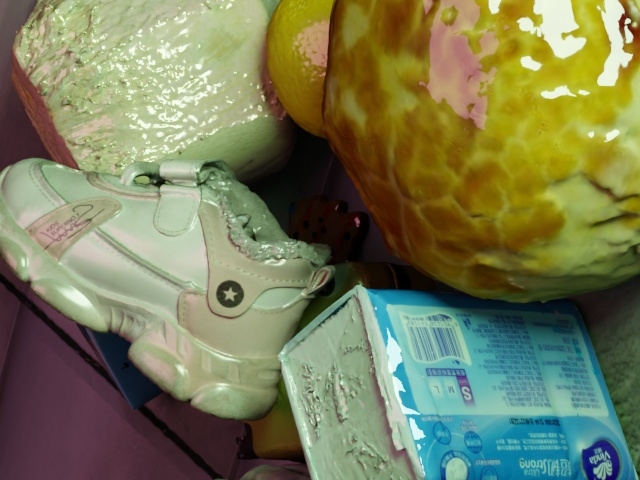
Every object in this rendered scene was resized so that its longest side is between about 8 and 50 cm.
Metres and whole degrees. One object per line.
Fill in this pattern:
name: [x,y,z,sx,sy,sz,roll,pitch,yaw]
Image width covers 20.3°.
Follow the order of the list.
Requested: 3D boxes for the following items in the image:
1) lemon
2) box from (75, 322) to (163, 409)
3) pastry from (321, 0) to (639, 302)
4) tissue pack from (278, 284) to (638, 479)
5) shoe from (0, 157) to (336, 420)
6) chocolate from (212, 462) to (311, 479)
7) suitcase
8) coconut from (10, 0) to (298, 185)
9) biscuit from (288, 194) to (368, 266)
lemon: [0.042,-0.187,1.756,0.203,0.178,0.178,-16,73,22]
box: [-0.246,0.068,2.036,0.142,0.083,0.232,49,165,39]
pastry: [0.164,-0.133,1.503,0.388,0.313,0.388,-10,78,53]
tissue pack: [0.120,0.155,1.559,0.146,0.263,0.198,-38,59,41]
shoe: [-0.147,0.004,1.716,0.351,0.172,0.198,37,100,11]
chocolate: [-0.034,0.328,1.743,0.303,0.303,0.213,-18,52,47]
suitcase: [0.023,0.124,1.770,0.235,0.143,0.194,-13,75,49]
coconut: [-0.155,-0.183,1.903,0.297,0.309,0.297,57,168,20]
biscuit: [0.000,0.000,1.903,0.130,0.019,0.119,48,121,41]
